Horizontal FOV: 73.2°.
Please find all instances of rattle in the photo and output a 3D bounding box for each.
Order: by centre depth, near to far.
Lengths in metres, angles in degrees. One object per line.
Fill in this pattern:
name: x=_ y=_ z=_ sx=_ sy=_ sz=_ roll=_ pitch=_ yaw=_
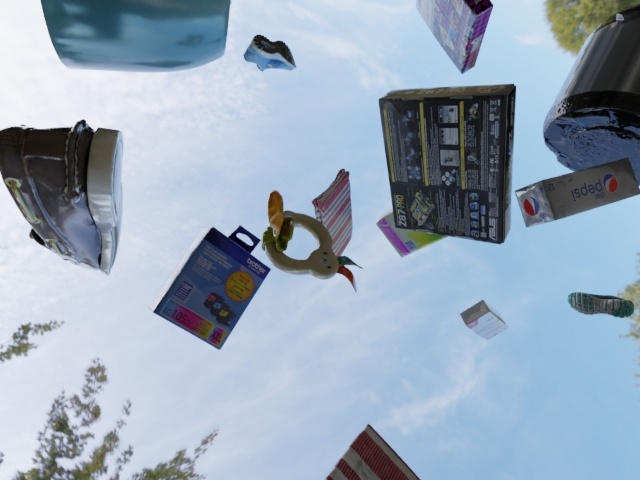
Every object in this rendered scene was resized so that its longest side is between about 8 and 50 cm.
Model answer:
rattle: x=0.000 y=0.000 z=0.751 sx=0.200 sy=0.142 sz=0.130 roll=34 pitch=-139 yaw=11

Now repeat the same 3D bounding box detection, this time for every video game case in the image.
video game case: x=0.271 y=-0.493 z=0.909 sx=0.042 sy=0.232 sz=0.210 roll=-30 pitch=-101 yaw=7

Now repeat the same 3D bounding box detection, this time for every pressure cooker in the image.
pressure cooker: x=0.847 y=-0.406 z=1.142 sx=0.375 sy=0.370 sz=0.420 roll=34 pitch=-101 yaw=-17

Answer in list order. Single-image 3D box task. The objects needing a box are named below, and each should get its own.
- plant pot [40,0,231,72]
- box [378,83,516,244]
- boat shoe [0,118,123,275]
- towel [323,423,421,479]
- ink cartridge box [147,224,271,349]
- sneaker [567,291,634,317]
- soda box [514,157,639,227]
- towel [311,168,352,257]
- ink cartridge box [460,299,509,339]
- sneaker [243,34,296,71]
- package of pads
plant pot: x=-0.257 y=-0.399 z=0.659 sx=0.235 sy=0.293 sz=0.293 roll=2 pitch=-124 yaw=-16
box: x=0.331 y=-0.194 z=1.131 sx=0.318 sy=0.395 sz=0.097 roll=9 pitch=-143 yaw=33
boat shoe: x=-0.288 y=-0.034 z=0.507 sx=0.097 sy=0.324 sz=0.116 roll=6 pitch=-108 yaw=-23
towel: x=0.132 y=0.676 z=1.145 sx=0.237 sy=0.037 sz=0.329 roll=45 pitch=-147 yaw=14
ink cartridge box: x=-0.363 y=0.135 z=1.494 sx=0.270 sy=0.151 sz=0.395 roll=38 pitch=-109 yaw=-26
sneaker: x=0.797 y=0.181 z=1.223 sx=0.076 sy=0.166 sz=0.065 roll=-6 pitch=-78 yaw=-41
soda box: x=0.612 y=-0.114 z=1.023 sx=0.286 sy=0.091 sz=0.098 roll=-16 pitch=-94 yaw=-19
towel: x=0.031 y=-0.042 z=0.955 sx=0.029 sy=0.197 sz=0.144 roll=13 pitch=-139 yaw=24
ink cartridge box: x=0.682 y=0.333 z=1.785 sx=0.198 sy=0.115 sz=0.067 roll=35 pitch=-153 yaw=-36
sneaker: x=-0.125 y=-0.448 z=1.052 sx=0.162 sy=0.073 sz=0.063 roll=-5 pitch=-106 yaw=-53
package of pads: x=0.421 y=-0.074 z=1.965 sx=0.229 sy=0.296 sz=0.101 roll=52 pitch=-134 yaw=-6
